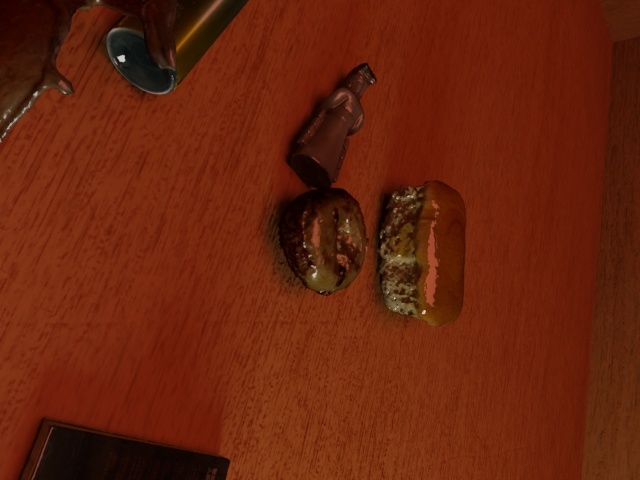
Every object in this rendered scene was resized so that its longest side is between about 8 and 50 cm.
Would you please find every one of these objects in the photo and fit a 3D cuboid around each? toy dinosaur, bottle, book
[{"bbox_3d":[-0.216,-0.211,0.486,0.206,0.113,0.327,-1,64,-15],"label":"toy dinosaur"},{"bbox_3d":[-0.123,-0.283,0.620,0.082,0.082,0.286,52,50,-35],"label":"bottle"},{"bbox_3d":[-0.193,0.276,0.541,0.228,0.024,0.160,35,63,-45],"label":"book"}]

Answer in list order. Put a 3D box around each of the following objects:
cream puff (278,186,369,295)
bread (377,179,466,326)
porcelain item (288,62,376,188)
[{"bbox_3d":[0.000,0.000,0.751,0.149,0.084,0.149,-1,91,-48],"label":"cream puff"},{"bbox_3d":[0.181,0.023,0.944,0.174,0.121,0.246,14,75,-48],"label":"bread"},{"bbox_3d":[0.024,-0.178,0.815,0.084,0.054,0.213,51,52,-39],"label":"porcelain item"}]
